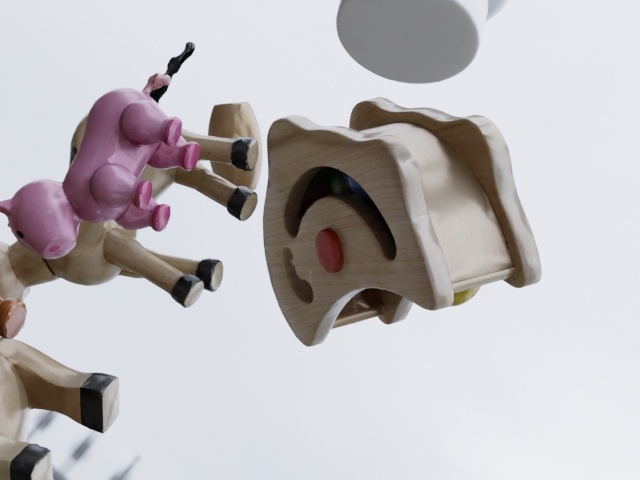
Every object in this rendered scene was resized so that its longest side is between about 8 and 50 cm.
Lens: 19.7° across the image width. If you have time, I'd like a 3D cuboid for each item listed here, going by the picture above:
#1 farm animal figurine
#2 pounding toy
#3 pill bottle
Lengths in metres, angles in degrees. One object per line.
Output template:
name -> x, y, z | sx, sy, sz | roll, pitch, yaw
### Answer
farm animal figurine -> -0.188, 0.061, 0.993 | 0.172, 0.327, 0.330 | 18, 19, 20
pounding toy -> 0.000, 0.000, 1.154 | 0.269, 0.154, 0.154 | 17, -62, 59
pill bottle -> 0.107, -0.303, 1.701 | 0.176, 0.319, 0.176 | 9, -37, 7
